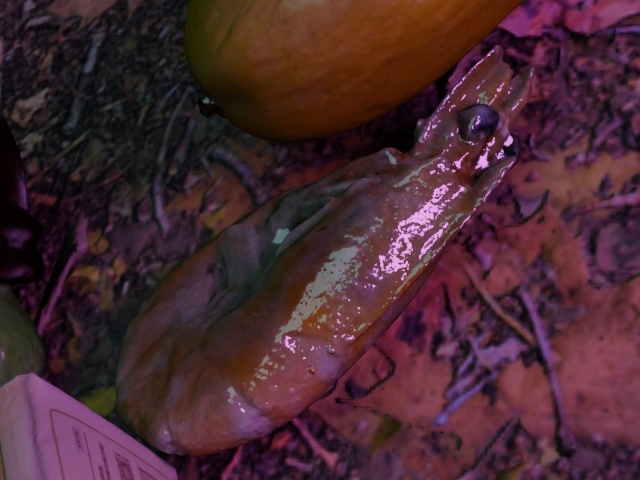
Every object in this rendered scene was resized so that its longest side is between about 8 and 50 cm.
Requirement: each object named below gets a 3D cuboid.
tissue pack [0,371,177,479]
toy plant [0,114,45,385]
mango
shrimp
[{"bbox_3d":[-0.132,0.207,0.651,0.125,0.159,0.234,-28,52,10],"label":"tissue pack"},{"bbox_3d":[-0.280,0.030,0.849,0.218,0.175,0.235,2,88,23],"label":"toy plant"},{"bbox_3d":[0.059,-0.177,0.788,0.331,0.142,0.195,-35,16,-18],"label":"mango"},{"bbox_3d":[0.000,0.000,0.767,0.317,0.077,0.168,-43,40,-3],"label":"shrimp"}]
